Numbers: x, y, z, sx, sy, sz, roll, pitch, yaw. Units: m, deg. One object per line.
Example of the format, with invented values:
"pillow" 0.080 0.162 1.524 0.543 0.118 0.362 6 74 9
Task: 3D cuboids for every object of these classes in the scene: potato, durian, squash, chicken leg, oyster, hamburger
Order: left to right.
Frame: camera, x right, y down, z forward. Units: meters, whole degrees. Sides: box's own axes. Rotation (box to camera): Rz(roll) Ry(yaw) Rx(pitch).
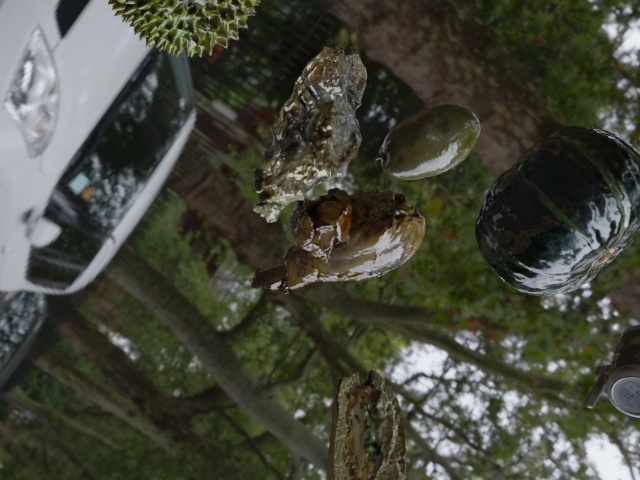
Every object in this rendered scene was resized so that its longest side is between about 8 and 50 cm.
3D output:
"durian" -0.200 -0.405 1.120 0.224 0.291 0.291 28 -100 40
"chicken leg" 0.000 0.000 1.712 0.409 0.295 0.182 -23 -118 27
"oyster" 0.004 -0.178 1.415 0.354 0.107 0.201 -61 153 -7
"hamburger" 0.086 0.393 1.564 0.157 0.144 0.283 96 -2 -52
"potato" 0.240 -0.216 1.851 0.251 0.159 0.174 -18 154 -12
"squash" 0.335 -0.036 1.119 0.252 0.165 0.252 -32 155 -17

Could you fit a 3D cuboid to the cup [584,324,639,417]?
"cup" 0.373 0.158 0.990 0.102 0.074 0.099 -3 -155 31
